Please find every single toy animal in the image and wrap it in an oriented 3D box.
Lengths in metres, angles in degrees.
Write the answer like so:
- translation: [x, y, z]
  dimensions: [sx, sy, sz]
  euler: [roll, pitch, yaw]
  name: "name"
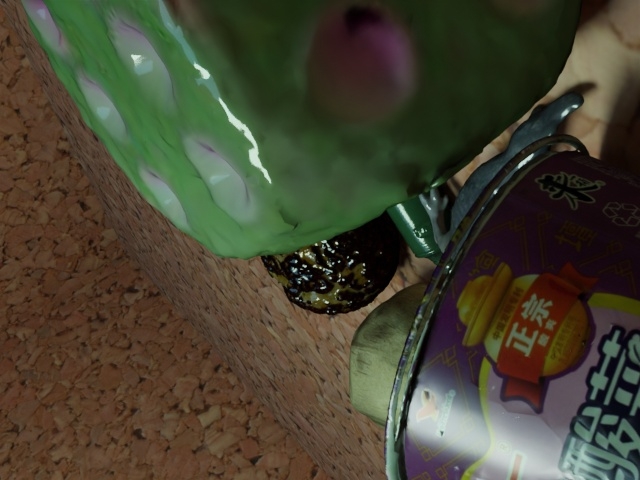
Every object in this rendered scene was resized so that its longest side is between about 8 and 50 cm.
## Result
- translation: [0.167, 0.010, 0.719]
  dimensions: [0.206, 0.081, 0.367]
  euler: [-122, 33, -62]
  name: "toy animal"

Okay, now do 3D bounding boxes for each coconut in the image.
- translation: [0.132, 0.164, 0.934]
  dimensions: [0.224, 0.224, 0.224]
  euler: [44, 157, 24]
  name: "coconut"

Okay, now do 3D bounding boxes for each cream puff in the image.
- translation: [0.000, 0.000, 1.011]
  dimensions: [0.239, 0.165, 0.239]
  euler: [47, 159, 24]
  name: "cream puff"

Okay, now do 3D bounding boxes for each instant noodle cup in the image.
- translation: [0.249, 0.117, 0.505]
  dimensions: [0.266, 0.340, 0.339]
  euler: [23, 145, 35]
  name: "instant noodle cup"

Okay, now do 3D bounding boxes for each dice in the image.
- translation: [-0.028, -0.190, 0.545]
  dimensions: [0.322, 0.330, 0.318]
  euler: [57, 160, -14]
  name: "dice"

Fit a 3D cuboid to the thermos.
- translation: [0.110, -0.044, 0.836]
  dimensions: [0.083, 0.073, 0.187]
  euler: [-18, 108, 54]
  name: "thermos"
